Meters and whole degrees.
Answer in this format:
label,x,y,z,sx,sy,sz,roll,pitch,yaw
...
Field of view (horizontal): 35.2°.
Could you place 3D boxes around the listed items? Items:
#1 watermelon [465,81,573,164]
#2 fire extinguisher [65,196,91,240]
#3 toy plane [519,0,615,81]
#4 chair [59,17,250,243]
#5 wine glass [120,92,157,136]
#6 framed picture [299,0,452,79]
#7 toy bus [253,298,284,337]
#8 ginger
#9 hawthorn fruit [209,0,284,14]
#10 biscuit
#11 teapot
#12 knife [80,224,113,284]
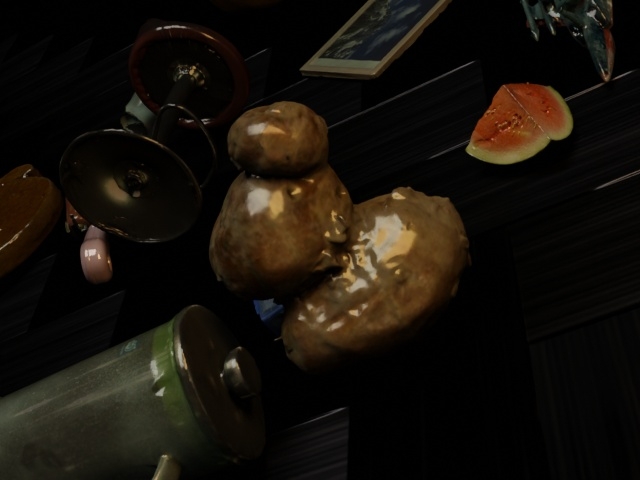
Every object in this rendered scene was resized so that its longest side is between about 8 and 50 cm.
label,x,y,z,sx,sy,sz,roll,pitch,yaw
watermelon,0.247,-0.158,1.242,0.125,0.094,0.135,-9,35,48
fire extinguisher,-0.422,-0.047,1.762,0.050,0.062,0.177,-23,30,-2
toy plane,0.350,-0.325,1.355,0.223,0.104,0.326,-46,24,40
chair,-0.251,-0.205,1.654,0.227,0.226,0.401,-18,36,27
wine glass,-0.305,-0.283,1.946,0.079,0.079,0.195,1,45,44
framed picture,0.114,-0.368,1.716,0.209,0.019,0.281,13,56,50
toy bus,-0.042,0.039,1.278,0.094,0.079,0.236,-46,29,15
ginger,0.000,0.000,1.082,0.244,0.304,0.155,-50,19,6
hawthorn fruit,-0.147,-0.614,2.025,0.268,0.301,0.267,-19,40,17
biscuit,-0.639,-0.009,1.910,0.394,0.070,0.350,-2,43,41
teapot,-0.221,0.222,1.088,0.337,0.200,0.270,-25,33,13
knife,-0.377,-0.036,1.684,0.043,0.081,0.336,-13,32,-6
